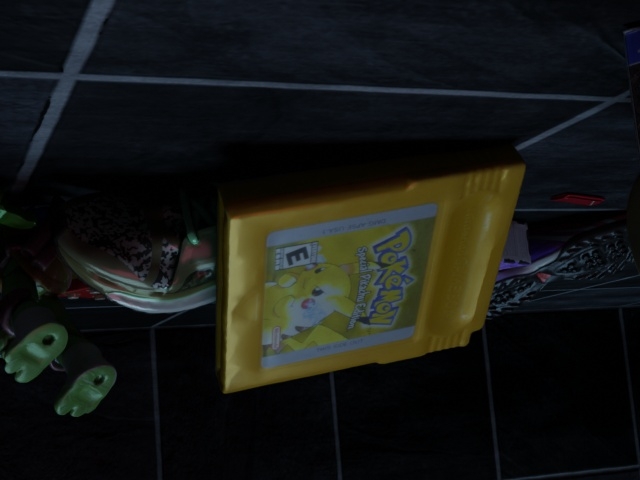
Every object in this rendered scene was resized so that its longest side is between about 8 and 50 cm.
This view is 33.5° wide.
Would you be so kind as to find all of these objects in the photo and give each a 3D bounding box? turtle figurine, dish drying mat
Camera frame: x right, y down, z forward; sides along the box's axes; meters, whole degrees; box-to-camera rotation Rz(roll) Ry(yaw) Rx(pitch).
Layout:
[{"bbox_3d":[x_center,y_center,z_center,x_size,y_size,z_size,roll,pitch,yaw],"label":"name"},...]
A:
[{"bbox_3d":[-0.355,0.087,1.140,0.275,0.197,0.266,-17,-140,-28],"label":"turtle figurine"},{"bbox_3d":[0.352,-0.056,1.453,0.083,0.008,0.032,3,169,-40],"label":"dish drying mat"}]

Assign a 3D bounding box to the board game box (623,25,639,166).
[{"bbox_3d":[0.368,-0.028,0.758,0.232,0.291,0.141,-10,170,35],"label":"board game box"}]

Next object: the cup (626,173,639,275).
[{"bbox_3d":[0.478,-0.022,0.936,0.331,0.331,0.237,0,145,-27],"label":"cup"}]

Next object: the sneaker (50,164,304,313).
[{"bbox_3d":[-0.087,-0.029,1.171,0.410,0.158,0.182,3,137,-30],"label":"sneaker"}]

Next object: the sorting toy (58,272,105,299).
[{"bbox_3d":[-0.211,0.025,1.420,0.255,0.089,0.257,-12,168,36],"label":"sorting toy"}]

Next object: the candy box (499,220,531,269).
[{"bbox_3d":[0.191,0.011,1.586,0.165,0.070,0.196,-12,168,40],"label":"candy box"}]

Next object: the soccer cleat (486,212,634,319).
[{"bbox_3d":[0.363,0.014,1.669,0.318,0.116,0.108,-25,135,20],"label":"soccer cleat"}]

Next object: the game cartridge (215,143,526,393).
[{"bbox_3d":[0.047,0.036,1.157,0.324,0.052,0.285,-8,134,-15],"label":"game cartridge"}]

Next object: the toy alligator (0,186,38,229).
[{"bbox_3d":[-0.389,-0.038,1.095,0.190,0.056,0.051,3,126,-2],"label":"toy alligator"}]
